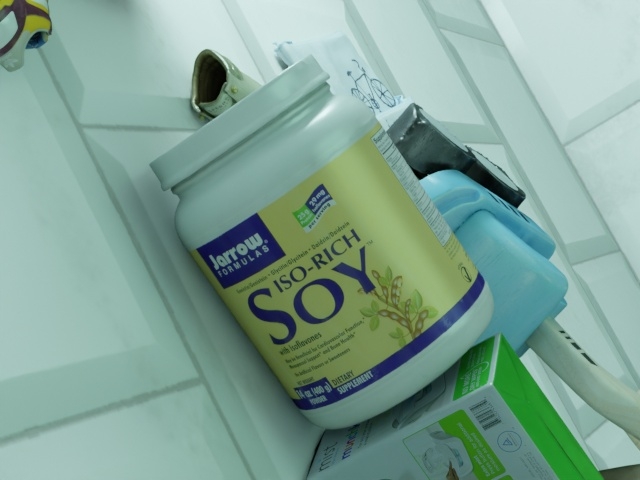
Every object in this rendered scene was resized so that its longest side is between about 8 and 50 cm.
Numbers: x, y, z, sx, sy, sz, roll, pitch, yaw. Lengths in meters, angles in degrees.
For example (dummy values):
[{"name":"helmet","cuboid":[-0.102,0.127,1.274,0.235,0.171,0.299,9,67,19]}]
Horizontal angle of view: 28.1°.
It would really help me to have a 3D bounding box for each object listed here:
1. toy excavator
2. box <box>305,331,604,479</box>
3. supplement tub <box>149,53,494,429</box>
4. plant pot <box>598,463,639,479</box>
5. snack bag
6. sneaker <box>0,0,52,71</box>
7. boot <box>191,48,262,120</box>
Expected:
[{"name":"toy excavator","cuboid":[0.244,0.097,1.560,0.433,0.222,0.445,26,20,-52]},{"name":"box","cuboid":[0.156,0.271,1.315,0.262,0.231,0.127,53,23,-11]},{"name":"supplement tub","cuboid":[0.000,0.000,1.325,0.331,0.241,0.241,55,23,-7]},{"name":"plant pot","cuboid":[0.322,0.380,1.523,0.263,0.229,0.263,46,25,-29]},{"name":"snack bag","cuboid":[0.091,-0.189,1.960,0.342,0.037,0.323,51,23,2]},{"name":"sneaker","cuboid":[-0.296,-0.232,1.250,0.084,0.069,0.185,57,27,-26]},{"name":"boot","cuboid":[-0.075,-0.125,1.540,0.165,0.077,0.213,33,29,-47]}]
